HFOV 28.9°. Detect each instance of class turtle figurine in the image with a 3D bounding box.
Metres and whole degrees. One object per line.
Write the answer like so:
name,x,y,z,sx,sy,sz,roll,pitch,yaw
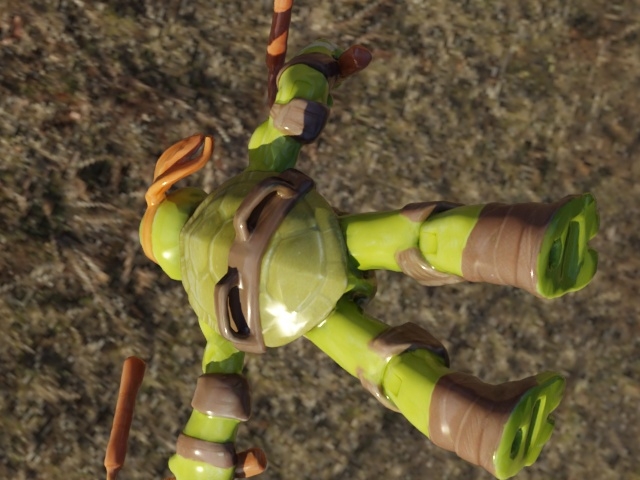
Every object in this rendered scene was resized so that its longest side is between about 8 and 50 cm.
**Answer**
turtle figurine,0.000,0.000,0.516,0.087,0.217,0.270,29,77,-56
